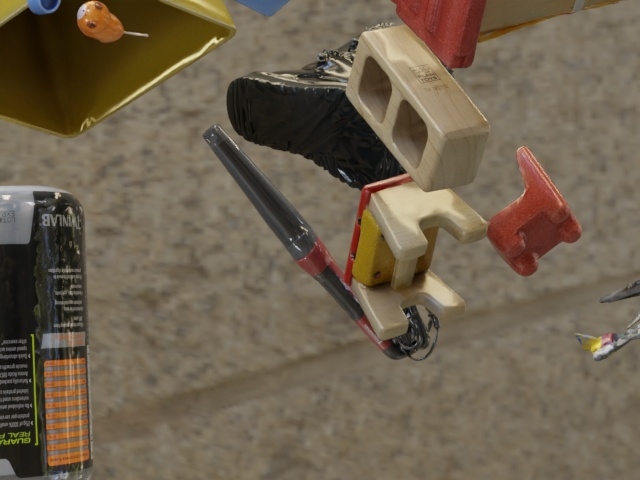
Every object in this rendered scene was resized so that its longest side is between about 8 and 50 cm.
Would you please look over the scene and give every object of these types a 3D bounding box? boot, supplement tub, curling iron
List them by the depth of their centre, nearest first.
[{"bbox_3d":[-0.293,0.115,1.570,0.193,0.193,0.316,0,87,-33],"label":"supplement tub"},{"bbox_3d":[0.000,0.000,1.590,0.274,0.035,0.068,43,82,-2],"label":"curling iron"},{"bbox_3d":[0.063,-0.133,1.732,0.207,0.246,0.094,-25,122,-40],"label":"boot"}]

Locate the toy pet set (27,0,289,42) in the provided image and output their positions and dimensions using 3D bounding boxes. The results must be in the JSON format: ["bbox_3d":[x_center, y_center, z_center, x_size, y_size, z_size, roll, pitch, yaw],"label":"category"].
[{"bbox_3d":[-0.057,-0.143,0.852,0.114,0.065,0.122,21,85,-46],"label":"toy pet set"}]

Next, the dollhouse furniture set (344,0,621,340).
[{"bbox_3d":[0.122,-0.128,1.323,0.201,0.152,0.374,-15,139,-25],"label":"dollhouse furniture set"}]

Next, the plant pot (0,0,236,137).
[{"bbox_3d":[-0.235,-0.237,1.615,0.212,0.212,0.187,15,52,-54],"label":"plant pot"}]

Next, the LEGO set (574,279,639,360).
[{"bbox_3d":[0.301,-0.030,0.976,0.192,0.255,0.331,58,42,-14],"label":"LEGO set"}]
